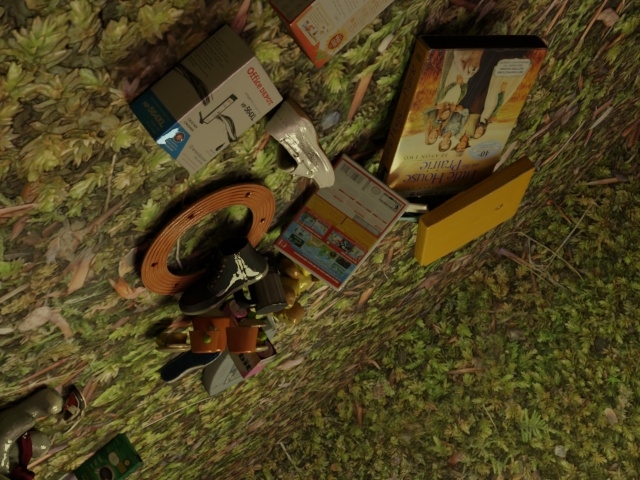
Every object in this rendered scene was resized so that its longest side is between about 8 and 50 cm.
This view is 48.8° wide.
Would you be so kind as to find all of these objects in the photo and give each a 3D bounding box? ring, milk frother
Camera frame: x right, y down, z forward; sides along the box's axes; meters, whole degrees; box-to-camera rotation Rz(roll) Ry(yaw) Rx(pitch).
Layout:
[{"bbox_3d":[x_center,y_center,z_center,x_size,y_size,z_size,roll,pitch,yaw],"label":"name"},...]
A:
[{"bbox_3d":[-0.241,-0.006,1.520,0.336,0.032,0.337,-33,156,-17],"label":"ring"},{"bbox_3d":[-0.159,0.116,1.706,0.129,0.135,0.143,-11,163,-15],"label":"milk frother"}]

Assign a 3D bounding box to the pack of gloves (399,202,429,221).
[{"bbox_3d":[0.163,-0.064,1.804,0.195,0.231,0.046,39,61,-72],"label":"pack of gloves"}]

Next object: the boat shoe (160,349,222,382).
[{"bbox_3d":[-0.356,0.337,1.960,0.183,0.066,0.066,-25,161,-9],"label":"boat shoe"}]

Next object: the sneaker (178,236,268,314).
[{"bbox_3d":[-0.235,0.072,1.562,0.222,0.083,0.118,-32,139,-2],"label":"sneaker"}]

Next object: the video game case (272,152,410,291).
[{"bbox_3d":[0.049,-0.040,1.699,0.285,0.204,0.025,-51,-168,15],"label":"video game case"}]

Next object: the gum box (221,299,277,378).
[{"bbox_3d":[-0.207,0.256,1.876,0.062,0.188,0.107,-18,157,-45],"label":"gum box"}]

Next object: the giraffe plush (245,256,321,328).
[{"bbox_3d":[-0.085,0.117,1.858,0.170,0.181,0.210,-48,160,-26],"label":"giraffe plush"}]

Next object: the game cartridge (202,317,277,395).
[{"bbox_3d":[-0.257,0.361,2.169,0.198,0.062,0.297,-15,148,-38],"label":"game cartridge"}]

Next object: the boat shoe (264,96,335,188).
[{"bbox_3d":[-0.048,-0.177,1.426,0.096,0.098,0.277,-38,149,-4],"label":"boat shoe"}]

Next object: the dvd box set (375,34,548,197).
[{"bbox_3d":[0.313,-0.279,1.646,0.307,0.062,0.421,-5,137,-20],"label":"dvd box set"}]

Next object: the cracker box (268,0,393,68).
[{"bbox_3d":[0.042,-0.411,1.152,0.232,0.067,0.155,-41,159,4],"label":"cracker box"}]

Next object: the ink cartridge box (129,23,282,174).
[{"bbox_3d":[-0.178,-0.222,1.133,0.203,0.086,0.148,-40,158,1],"label":"ink cartridge box"}]

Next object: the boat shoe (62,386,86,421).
[{"bbox_3d":[-0.597,0.398,1.702,0.043,0.049,0.137,-21,156,-34],"label":"boat shoe"}]

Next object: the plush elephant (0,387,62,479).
[{"bbox_3d":[-0.676,0.520,1.523,0.330,0.255,0.272,-13,146,-48],"label":"plush elephant"}]

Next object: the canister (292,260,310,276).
[{"bbox_3d":[0.000,0.000,1.793,0.169,0.126,0.073,-32,-174,-13],"label":"canister"}]

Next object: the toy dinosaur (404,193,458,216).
[{"bbox_3d":[0.280,-0.090,1.930,0.313,0.121,0.160,-25,146,35],"label":"toy dinosaur"}]

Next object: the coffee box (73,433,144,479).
[{"bbox_3d":[-0.629,0.673,2.090,0.184,0.113,0.040,-41,161,-1],"label":"coffee box"}]

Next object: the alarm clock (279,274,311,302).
[{"bbox_3d":[-0.112,0.152,1.995,0.192,0.064,0.129,-17,149,-38],"label":"alarm clock"}]

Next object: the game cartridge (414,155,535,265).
[{"bbox_3d":[0.393,-0.068,1.853,0.323,0.053,0.285,-28,158,-8],"label":"game cartridge"}]

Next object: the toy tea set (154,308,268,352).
[{"bbox_3d":[-0.240,0.206,1.699,0.336,0.124,0.200,-7,170,39],"label":"toy tea set"}]
